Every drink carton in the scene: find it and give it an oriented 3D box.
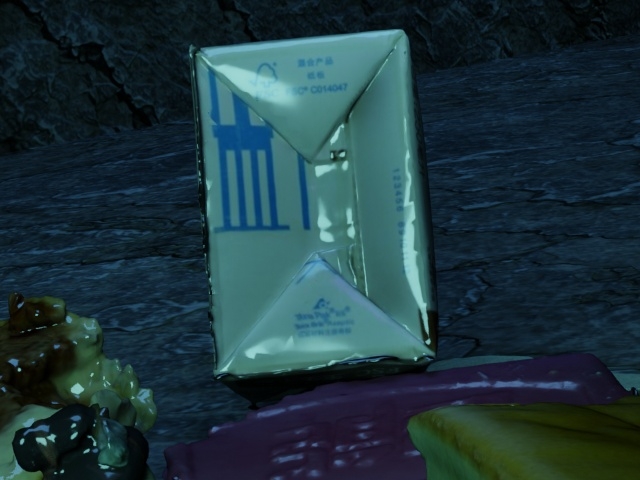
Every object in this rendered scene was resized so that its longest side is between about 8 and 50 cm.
[{"bbox_3d":[0.000,0.000,1.085,0.132,0.194,0.324,-4,-8,0],"label":"drink carton"}]

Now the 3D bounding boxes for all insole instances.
[{"bbox_3d":[0.158,0.096,1.212,0.192,0.010,0.063,1,14,35],"label":"insole"}]

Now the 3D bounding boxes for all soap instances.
[{"bbox_3d":[0.045,0.140,0.869,0.250,0.099,0.162,-8,19,-6],"label":"soap"}]

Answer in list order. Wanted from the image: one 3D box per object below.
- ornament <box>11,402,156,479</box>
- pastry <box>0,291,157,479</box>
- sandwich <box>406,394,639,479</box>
[{"bbox_3d":[-0.059,0.148,0.639,0.153,0.196,0.166,-18,17,-41],"label":"ornament"},{"bbox_3d":[-0.219,0.142,0.862,0.256,0.170,0.237,4,35,23],"label":"pastry"},{"bbox_3d":[0.158,0.140,0.623,0.227,0.155,0.198,1,5,-12],"label":"sandwich"}]
